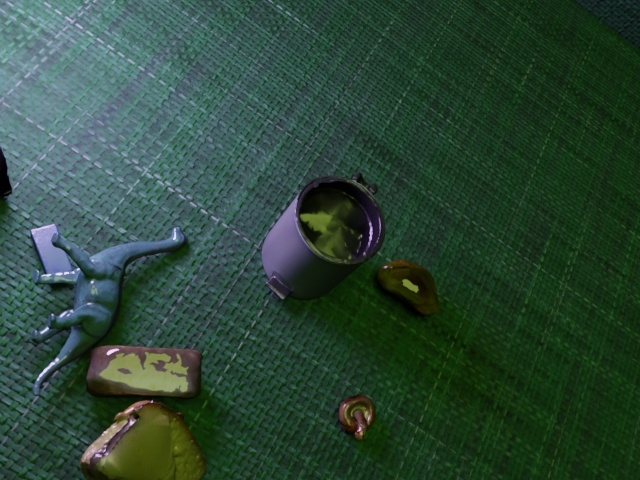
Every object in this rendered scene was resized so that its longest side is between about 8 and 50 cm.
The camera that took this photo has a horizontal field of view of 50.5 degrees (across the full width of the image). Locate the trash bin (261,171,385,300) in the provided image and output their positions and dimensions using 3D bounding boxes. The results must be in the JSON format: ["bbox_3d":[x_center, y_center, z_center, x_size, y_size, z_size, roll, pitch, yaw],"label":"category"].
[{"bbox_3d":[0.000,0.000,1.594,0.217,0.262,0.277,41,60,-2],"label":"trash bin"}]

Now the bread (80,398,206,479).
[{"bbox_3d":[-0.351,0.425,1.333,0.204,0.162,0.262,-43,130,-32],"label":"bread"}]

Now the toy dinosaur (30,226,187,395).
[{"bbox_3d":[-0.439,0.137,1.468,0.331,0.129,0.383,10,76,-41],"label":"toy dinosaur"}]

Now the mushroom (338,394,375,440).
[{"bbox_3d":[0.080,0.413,1.553,0.088,0.073,0.129,47,24,-14],"label":"mushroom"}]

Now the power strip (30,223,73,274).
[{"bbox_3d":[-0.586,0.028,1.479,0.056,0.032,0.123,-19,77,-27],"label":"power strip"}]

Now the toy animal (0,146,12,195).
[{"bbox_3d":[-0.793,-0.166,1.381,0.267,0.212,0.212,-18,76,-34],"label":"toy animal"}]

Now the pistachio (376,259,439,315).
[{"bbox_3d":[0.236,0.113,1.733,0.189,0.100,0.110,36,64,-3],"label":"pistachio"}]

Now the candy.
[{"bbox_3d":[-0.367,0.279,1.420,0.234,0.102,0.104,8,66,-20],"label":"candy"}]
